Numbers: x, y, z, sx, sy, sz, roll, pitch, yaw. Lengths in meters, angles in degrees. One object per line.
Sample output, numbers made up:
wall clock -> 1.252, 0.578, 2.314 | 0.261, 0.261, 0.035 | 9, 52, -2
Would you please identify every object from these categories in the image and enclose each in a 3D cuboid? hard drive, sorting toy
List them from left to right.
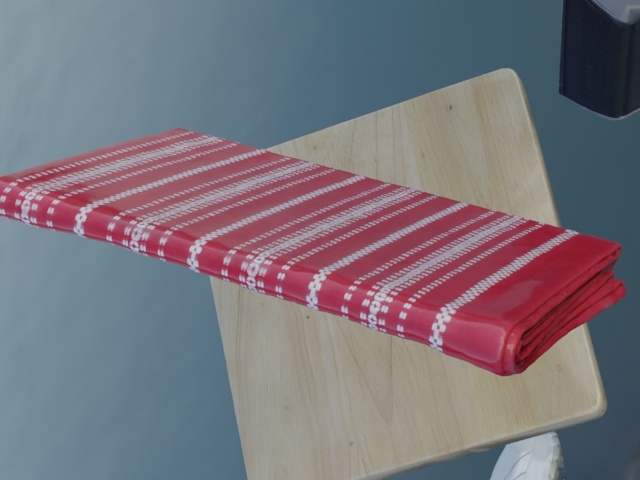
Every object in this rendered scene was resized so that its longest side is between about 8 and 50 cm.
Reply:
sorting toy -> 0.060, 0.042, 1.348 | 0.255, 0.089, 0.257 | -18, 69, 16
hard drive -> 0.252, -0.178, 1.101 | 0.054, 0.254, 0.172 | 50, 170, 21

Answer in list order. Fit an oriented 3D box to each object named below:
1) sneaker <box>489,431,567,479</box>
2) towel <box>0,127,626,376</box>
sneaker -> 0.128, 0.246, 1.502 | 0.297, 0.129, 0.111 | -60, -34, -55
towel -> 0.000, 0.000, 0.921 | 0.275, 0.199, 0.031 | 16, 106, 21
